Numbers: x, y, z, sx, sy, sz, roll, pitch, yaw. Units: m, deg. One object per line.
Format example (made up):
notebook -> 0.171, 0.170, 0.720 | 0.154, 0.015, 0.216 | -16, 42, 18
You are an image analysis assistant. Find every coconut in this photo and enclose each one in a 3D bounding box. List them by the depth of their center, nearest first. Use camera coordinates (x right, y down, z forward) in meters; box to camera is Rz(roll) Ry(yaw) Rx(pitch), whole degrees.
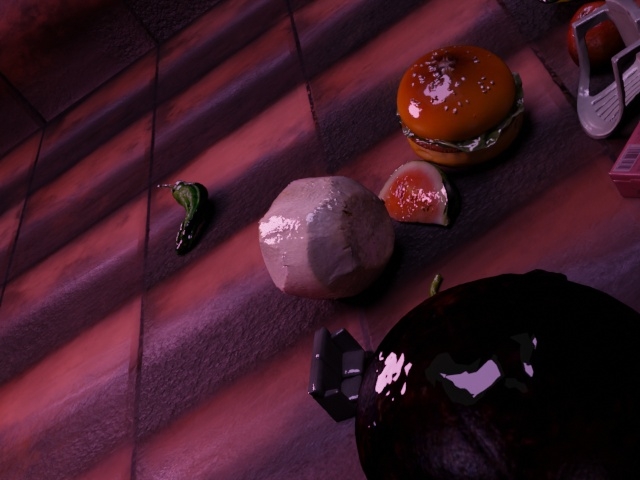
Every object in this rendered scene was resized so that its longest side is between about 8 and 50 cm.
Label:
coconut -> -0.001, -0.001, 1.959 | 0.230, 0.227, 0.227 | -10, 40, 40

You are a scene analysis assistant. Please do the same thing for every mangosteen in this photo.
mangosteen -> 0.232, 0.232, 1.219 | 0.381, 0.381, 0.421 | -27, 41, 21

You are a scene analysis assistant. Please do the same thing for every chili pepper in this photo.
chili pepper -> 0.193, 0.083, 1.817 | 0.030, 0.017, 0.083 | -25, 31, 22
chili pepper -> -0.309, -0.077, 2.573 | 0.122, 0.065, 0.279 | -31, 34, 7

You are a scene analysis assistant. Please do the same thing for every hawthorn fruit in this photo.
hawthorn fruit -> 0.504, -0.372, 2.001 | 0.128, 0.128, 0.128 | -29, 31, 19

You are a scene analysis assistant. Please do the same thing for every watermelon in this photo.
watermelon -> 0.181, -0.085, 2.038 | 0.119, 0.063, 0.245 | -58, 32, -6

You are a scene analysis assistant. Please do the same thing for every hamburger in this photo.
hamburger -> 0.256, -0.260, 2.024 | 0.246, 0.170, 0.246 | -13, 44, 13

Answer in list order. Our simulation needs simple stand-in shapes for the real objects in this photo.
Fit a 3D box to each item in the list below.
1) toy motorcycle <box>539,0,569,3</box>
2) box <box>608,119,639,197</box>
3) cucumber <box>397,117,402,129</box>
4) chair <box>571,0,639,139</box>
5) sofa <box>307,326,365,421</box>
toy motorcycle -> 0.578, -0.566, 2.163 | 0.342, 0.142, 0.206 | -3, 43, 44
box -> 0.528, -0.135, 1.695 | 0.111, 0.060, 0.156 | 6, 55, 53
cucumber -> 0.255, -0.279, 2.204 | 0.115, 0.063, 0.244 | 16, 56, 30
chair -> 0.540, -0.317, 1.840 | 0.275, 0.190, 0.203 | -26, 29, 7
sofa -> 0.031, 0.206, 1.761 | 0.060, 0.085, 0.147 | -28, 30, 25
